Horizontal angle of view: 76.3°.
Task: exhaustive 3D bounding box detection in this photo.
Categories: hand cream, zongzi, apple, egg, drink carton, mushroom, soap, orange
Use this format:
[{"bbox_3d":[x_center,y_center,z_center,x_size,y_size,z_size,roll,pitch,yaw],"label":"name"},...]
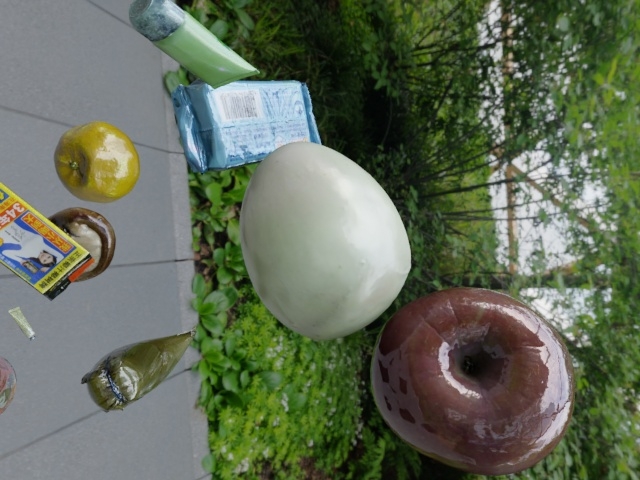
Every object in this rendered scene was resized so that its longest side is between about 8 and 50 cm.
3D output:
[{"bbox_3d":[-0.841,0.236,1.153,0.102,0.022,0.035,59,15,-5],"label":"hand cream"},{"bbox_3d":[-0.376,0.267,0.926,0.289,0.260,0.123,-29,87,-35],"label":"zongzi"},{"bbox_3d":[0.235,0.222,0.663,0.235,0.305,0.306,62,30,-58],"label":"apple"},{"bbox_3d":[0.000,0.000,0.709,0.345,0.283,0.283,62,25,-9],"label":"egg"},{"bbox_3d":[-0.368,-0.006,0.493,0.165,0.056,0.071,41,65,-5],"label":"drink carton"},{"bbox_3d":[-0.684,0.009,1.138,0.138,0.231,0.194,58,-3,43],"label":"mushroom"},{"bbox_3d":[-0.127,-0.219,0.762,0.293,0.077,0.156,-21,106,-45],"label":"soap"},{"bbox_3d":[-0.176,-0.269,0.567,0.175,0.095,0.046,18,68,-58],"label":"hand cream"},{"bbox_3d":[-0.761,-0.263,1.389,0.235,0.279,0.279,-27,110,-64],"label":"orange"}]

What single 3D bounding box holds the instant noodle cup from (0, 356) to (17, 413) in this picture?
[{"bbox_3d":[-0.827,0.328,0.903,0.231,0.243,0.243,133,-34,-60],"label":"instant noodle cup"}]
